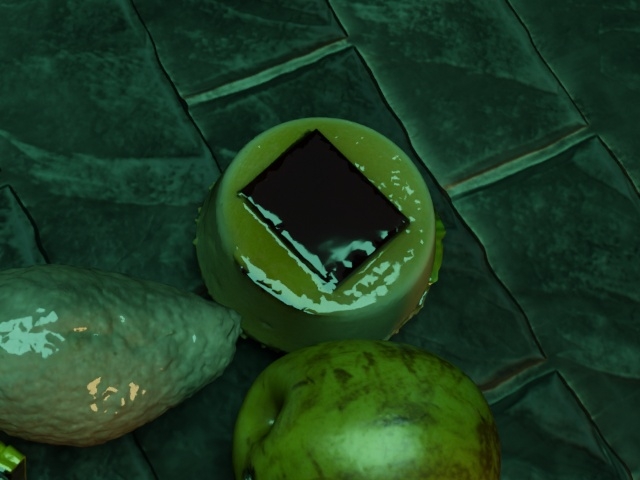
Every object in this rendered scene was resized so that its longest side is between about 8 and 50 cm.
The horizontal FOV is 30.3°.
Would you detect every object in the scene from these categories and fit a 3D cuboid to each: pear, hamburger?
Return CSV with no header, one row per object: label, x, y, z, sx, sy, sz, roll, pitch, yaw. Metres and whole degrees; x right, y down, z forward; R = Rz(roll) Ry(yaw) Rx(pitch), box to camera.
pear,0.046,0.233,1.243,0.281,0.281,0.280,5,66,-11
hamburger,0.000,0.000,1.389,0.302,0.170,0.302,3,67,-7

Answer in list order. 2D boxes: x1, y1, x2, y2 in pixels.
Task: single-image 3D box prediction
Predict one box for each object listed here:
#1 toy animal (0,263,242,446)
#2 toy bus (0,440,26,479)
toy animal,-0.270,0.120,1.231,0.358,0.226,0.188,12,69,-39
toy bus,-0.437,0.324,1.163,0.152,0.144,0.330,37,63,4
